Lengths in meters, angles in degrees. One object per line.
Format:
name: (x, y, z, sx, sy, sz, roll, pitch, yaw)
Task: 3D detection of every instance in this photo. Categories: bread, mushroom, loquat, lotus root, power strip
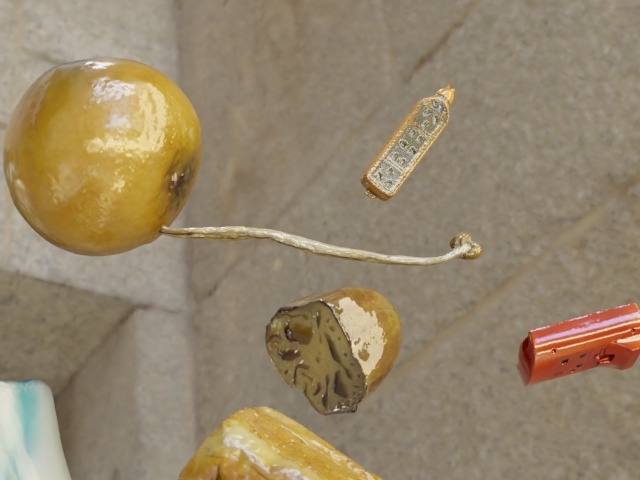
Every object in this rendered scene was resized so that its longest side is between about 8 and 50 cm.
bread: (-0.008, 0.306, 1.256, 0.294, 0.167, 0.132, 29, 108, 16)
mushroom: (0.000, 0.004, 1.007, 0.028, 0.286, 0.026, -90, 2, -56)
loquat: (-0.278, -0.105, 1.484, 0.263, 0.263, 0.263, -33, 49, 48)
lotus root: (0.037, 0.162, 1.841, 0.199, 0.180, 0.188, -18, 97, 43)
power strip: (0.114, -0.125, 1.424, 0.178, 0.049, 0.028, -53, 3, -12)

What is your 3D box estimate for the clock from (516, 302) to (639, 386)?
clock: (0.337, 0.144, 1.493, 0.113, 0.155, 0.061, 89, 167, -61)

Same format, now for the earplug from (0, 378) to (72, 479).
earplug: (-0.262, 0.307, 1.016, 0.185, 0.185, 0.324, -47, 65, 38)
